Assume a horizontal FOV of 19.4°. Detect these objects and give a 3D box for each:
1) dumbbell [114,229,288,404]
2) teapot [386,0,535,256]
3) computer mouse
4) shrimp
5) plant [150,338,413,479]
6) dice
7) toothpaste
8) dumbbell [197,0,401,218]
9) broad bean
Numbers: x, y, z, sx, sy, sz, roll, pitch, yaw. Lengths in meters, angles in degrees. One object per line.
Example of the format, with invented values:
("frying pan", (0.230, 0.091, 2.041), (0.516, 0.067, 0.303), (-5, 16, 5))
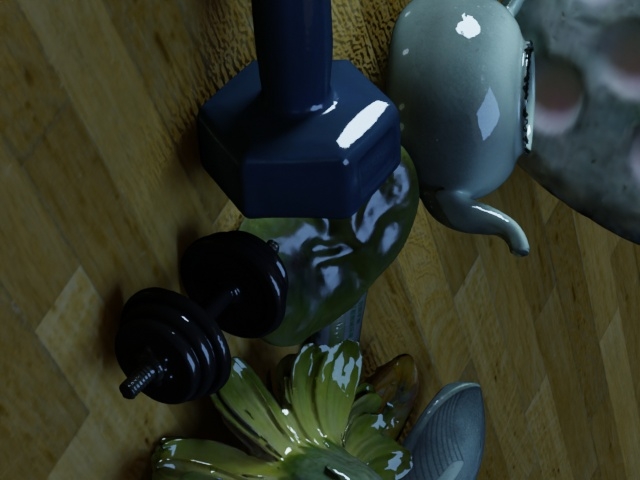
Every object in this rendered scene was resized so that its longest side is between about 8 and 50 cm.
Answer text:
("dumbbell", (-0.092, 0.059, 1.466), (0.208, 0.099, 0.099), (-45, 145, -43))
("teapot", (0.131, -0.131, 1.683), (0.193, 0.129, 0.294), (62, 32, -71))
("computer mouse", (0.070, 0.299, 1.919), (0.379, 0.090, 0.167), (-50, 169, -24))
("shrimp", (0.031, 0.193, 1.822), (0.248, 0.068, 0.150), (-37, 147, -53))
("plant", (0.008, 0.256, 1.618), (0.306, 0.297, 0.261), (-49, 159, -45))
("dice", (0.388, -0.193, 1.910), (0.328, 0.330, 0.348), (-20, 133, -52))
("toothpaste", (0.016, 0.063, 1.742), (0.078, 0.047, 0.248), (-33, 138, -48))
("dumbbell", (-0.022, -0.172, 1.389), (0.144, 0.160, 0.325), (-89, 177, -52))
("broad bean", (0.001, 0.000, 1.617), (0.207, 0.072, 0.153), (-52, 123, -12))
